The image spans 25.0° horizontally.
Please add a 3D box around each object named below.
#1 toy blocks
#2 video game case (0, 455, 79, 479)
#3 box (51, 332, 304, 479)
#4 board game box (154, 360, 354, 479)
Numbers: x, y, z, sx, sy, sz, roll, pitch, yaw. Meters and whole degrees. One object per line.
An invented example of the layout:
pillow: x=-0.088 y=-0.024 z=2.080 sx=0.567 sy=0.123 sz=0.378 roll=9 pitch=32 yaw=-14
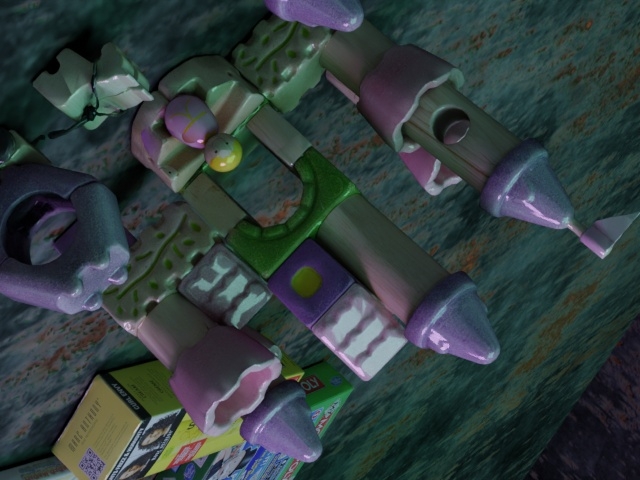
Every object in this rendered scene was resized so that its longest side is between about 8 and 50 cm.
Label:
toy blocks: x=0.000 y=0.000 z=0.884 sx=0.288 sy=0.260 sz=0.309 roll=-46 pitch=159 yaw=-1
video game case: x=-0.260 y=0.261 z=1.178 sx=0.227 sy=0.026 sz=0.206 roll=-56 pitch=158 yaw=21
box: x=-0.112 y=0.140 z=1.199 sx=0.087 sy=0.058 sz=0.232 roll=-57 pitch=157 yaw=22
board game box: x=-0.111 y=0.270 z=1.453 sx=0.213 sy=0.046 sz=0.317 roll=-16 pitch=143 yaw=-55
